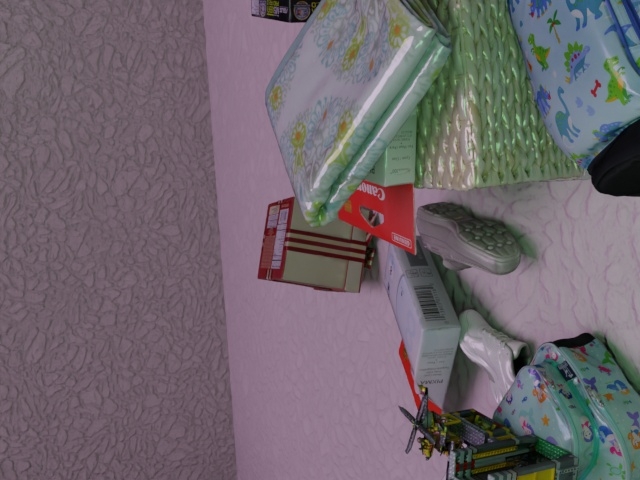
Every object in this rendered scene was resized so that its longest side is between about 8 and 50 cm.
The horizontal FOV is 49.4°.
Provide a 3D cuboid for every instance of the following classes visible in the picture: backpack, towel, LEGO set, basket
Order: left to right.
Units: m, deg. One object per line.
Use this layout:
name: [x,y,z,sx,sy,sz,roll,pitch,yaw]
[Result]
towel: [0.036,-0.257,1.104,0.374,0.090,0.321,-55,35,34]
LEGO set: [0.230,0.397,1.075,0.331,0.192,0.255,32,119,58]
basket: [0.257,-0.247,1.176,0.328,0.266,0.332,11,111,64]
backpack: [0.419,0.306,1.128,0.254,0.191,0.225,55,146,36]
backpack: [0.397,-0.256,0.907,0.290,0.273,0.356,105,166,-80]

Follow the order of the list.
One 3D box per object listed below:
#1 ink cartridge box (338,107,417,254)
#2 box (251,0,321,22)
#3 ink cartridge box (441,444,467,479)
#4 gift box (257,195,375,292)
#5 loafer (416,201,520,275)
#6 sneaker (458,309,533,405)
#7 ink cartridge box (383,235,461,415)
ink cartridge box: [0.067,-0.129,1.241,0.296,0.066,0.261,-152,56,-61]
box: [-0.032,-0.592,1.768,0.270,0.216,0.060,-142,49,-57]
ink cartridge box: [0.374,0.565,1.472,0.239,0.060,0.275,104,148,-41]
gift box: [0.000,0.000,1.887,0.255,0.258,0.277,-174,96,-68]
loafer: [0.293,0.011,1.398,0.319,0.111,0.112,-134,35,-65]
sneaker: [0.359,0.216,1.364,0.232,0.090,0.115,58,139,31]
ink cartridge box: [0.206,0.230,1.592,0.308,0.091,0.385,-104,16,-52]
